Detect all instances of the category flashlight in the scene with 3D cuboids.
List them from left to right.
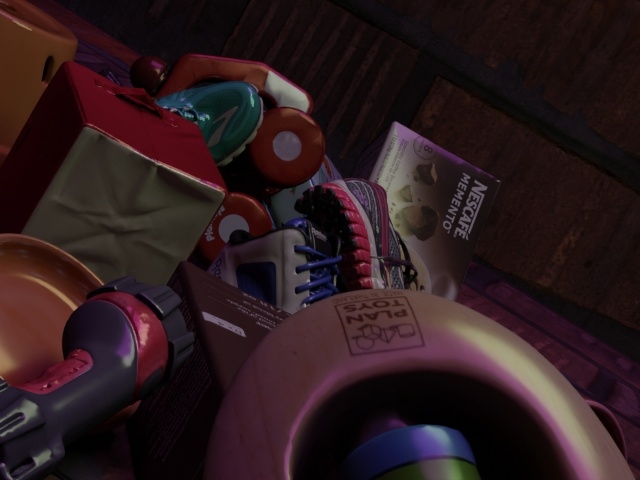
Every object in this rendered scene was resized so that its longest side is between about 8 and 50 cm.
[{"bbox_3d":[-0.207,0.110,1.321,0.103,0.103,0.304,-13,7,26],"label":"flashlight"}]

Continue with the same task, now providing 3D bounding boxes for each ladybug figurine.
[{"bbox_3d":[0.073,0.228,1.177,0.305,0.162,0.449,-7,50,-9],"label":"ladybug figurine"}]

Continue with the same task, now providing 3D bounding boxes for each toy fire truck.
[{"bbox_3d":[-0.155,-0.100,2.105,0.254,0.302,0.169,33,-11,-12],"label":"toy fire truck"}]

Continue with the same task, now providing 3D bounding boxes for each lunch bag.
[{"bbox_3d":[0.000,0.000,2.348,0.303,0.115,0.243,-29,95,-80],"label":"lunch bag"}]

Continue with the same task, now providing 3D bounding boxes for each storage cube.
[{"bbox_3d":[-0.236,-0.053,1.861,0.183,0.215,0.193,26,17,-25],"label":"storage cube"}]

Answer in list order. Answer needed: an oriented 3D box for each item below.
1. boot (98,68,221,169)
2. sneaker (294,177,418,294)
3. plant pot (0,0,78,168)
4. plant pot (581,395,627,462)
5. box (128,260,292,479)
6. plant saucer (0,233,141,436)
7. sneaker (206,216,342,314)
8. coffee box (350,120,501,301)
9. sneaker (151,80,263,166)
[{"bbox_3d":[-0.229,-0.141,2.470,0.260,0.131,0.348,34,-8,-14],"label":"boot"},{"bbox_3d":[0.071,0.069,2.004,0.121,0.299,0.112,-14,0,45],"label":"sneaker"},{"bbox_3d":[-0.426,-0.202,2.059,0.291,0.203,0.291,30,9,-5],"label":"plant pot"},{"bbox_3d":[0.184,0.236,1.745,0.201,0.201,0.180,21,-2,-44],"label":"plant pot"},{"bbox_3d":[-0.056,0.166,1.501,0.191,0.143,0.381,27,12,-19],"label":"box"},{"bbox_3d":[-0.238,0.085,1.465,0.200,0.037,0.200,34,33,-26],"label":"plant saucer"},{"bbox_3d":[-0.022,0.079,1.896,0.315,0.182,0.127,36,13,32],"label":"sneaker"},{"bbox_3d":[0.093,0.022,2.161,0.168,0.297,0.119,29,-26,-10],"label":"coffee box"},{"bbox_3d":[-0.200,-0.125,1.993,0.110,0.275,0.107,73,0,-71],"label":"sneaker"}]
